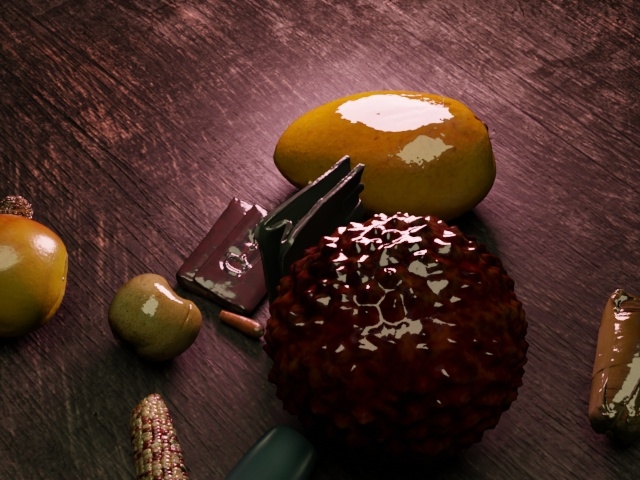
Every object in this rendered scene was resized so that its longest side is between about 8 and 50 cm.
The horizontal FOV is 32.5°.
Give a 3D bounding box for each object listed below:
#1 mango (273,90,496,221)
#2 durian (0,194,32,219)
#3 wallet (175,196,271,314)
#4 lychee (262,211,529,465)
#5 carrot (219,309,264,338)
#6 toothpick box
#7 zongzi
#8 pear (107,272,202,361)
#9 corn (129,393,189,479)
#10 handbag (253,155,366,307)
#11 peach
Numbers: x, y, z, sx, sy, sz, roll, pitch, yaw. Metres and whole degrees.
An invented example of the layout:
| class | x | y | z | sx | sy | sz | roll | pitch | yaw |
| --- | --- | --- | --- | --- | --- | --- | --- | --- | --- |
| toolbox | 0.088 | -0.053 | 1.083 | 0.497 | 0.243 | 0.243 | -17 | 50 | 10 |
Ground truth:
| class | x | y | z | sx | sy | sz | roll | pitch | yaw |
| --- | --- | --- | --- | --- | --- | --- | --- | --- | --- |
| mango | 0.126 | -0.163 | 2.196 | 0.445 | 0.220 | 0.301 | -1 | 55 | 10 |
| durian | -0.615 | -0.053 | 2.173 | 0.091 | 0.080 | 0.080 | 14 | 52 | 14 |
| wallet | -0.153 | 0.030 | 2.132 | 0.182 | 0.049 | 0.229 | 26 | 56 | 15 |
| lychee | 0.146 | 0.158 | 1.805 | 0.500 | 0.424 | 0.424 | -7 | 49 | -29 |
| carrot | -0.145 | 0.156 | 2.040 | 0.093 | 0.032 | 0.032 | 21 | 53 | 22 |
| toothpick box | -0.088 | 0.394 | 1.790 | 0.120 | 0.120 | 0.184 | 25 | 52 | 18 |
| zongzi | 0.626 | 0.246 | 1.916 | 0.300 | 0.145 | 0.274 | 16 | 56 | 3 |
| pear | -0.300 | 0.141 | 1.970 | 0.167 | 0.167 | 0.136 | 36 | 75 | 25 |
| corn | -0.269 | 0.369 | 1.828 | 0.086 | 0.086 | 0.253 | -13 | 52 | -11 |
| handbag | -0.002 | 0.000 | 2.030 | 0.079 | 0.247 | 0.260 | 29 | 57 | 28 |
| peach | -0.575 | 0.065 | 1.995 | 0.231 | 0.231 | 0.231 | 1 | 51 | -1 |
